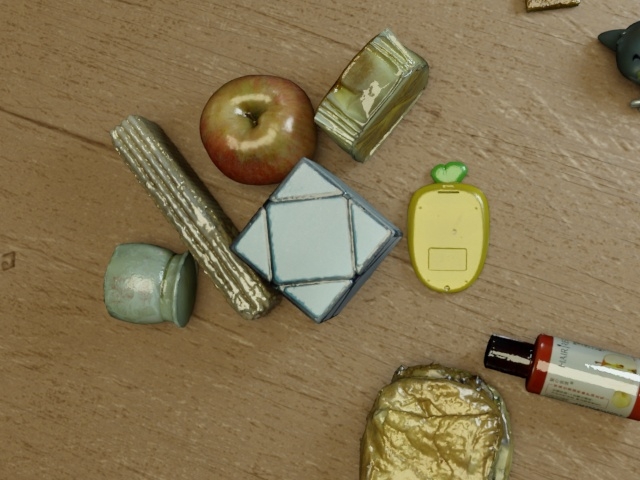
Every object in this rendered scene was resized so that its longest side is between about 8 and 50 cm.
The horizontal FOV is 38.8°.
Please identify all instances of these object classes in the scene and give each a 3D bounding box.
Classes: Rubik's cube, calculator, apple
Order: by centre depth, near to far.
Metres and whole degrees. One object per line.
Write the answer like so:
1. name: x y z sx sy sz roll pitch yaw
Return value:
1. Rubik's cube: 0.000 0.000 1.567 0.205 0.207 0.205 40 95 9
2. apple: -0.105 -0.195 1.610 0.209 0.164 0.209 -1 78 6
3. calculator: 0.227 -0.024 1.617 0.146 0.032 0.235 0 91 9

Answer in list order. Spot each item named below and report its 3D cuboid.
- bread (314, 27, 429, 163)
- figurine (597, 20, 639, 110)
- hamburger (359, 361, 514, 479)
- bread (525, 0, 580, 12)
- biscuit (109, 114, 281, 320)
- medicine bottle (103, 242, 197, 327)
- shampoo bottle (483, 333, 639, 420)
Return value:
1. bread: 0.086 -0.250 1.562 0.110 0.192 0.210 39 96 10
2. figurine: 0.607 -0.285 1.494 0.265 0.193 0.140 10 90 -3
3. hamburger: 0.200 0.357 1.564 0.259 0.144 0.283 20 97 13
4. bread: 0.405 -0.451 1.592 0.094 0.035 0.090 -5 88 10
5. biscuit: -0.221 -0.039 1.635 0.078 0.144 0.426 -38 84 6
6. medicine bottle: -0.302 0.080 1.644 0.143 0.147 0.147 6 90 6
7. shampoo bottle: 0.418 0.222 1.546 0.278 0.104 0.104 14 91 9
